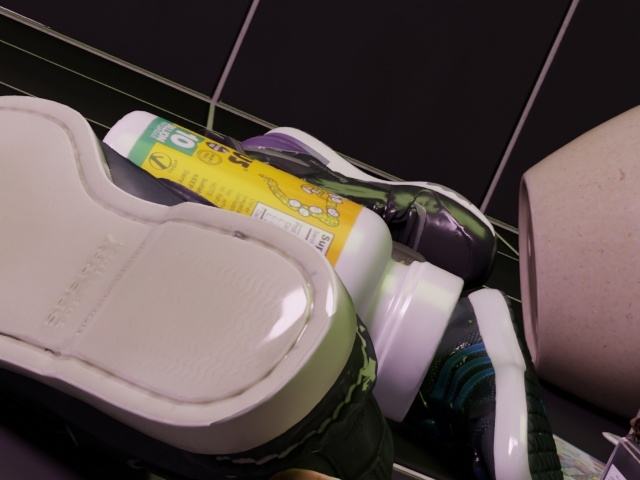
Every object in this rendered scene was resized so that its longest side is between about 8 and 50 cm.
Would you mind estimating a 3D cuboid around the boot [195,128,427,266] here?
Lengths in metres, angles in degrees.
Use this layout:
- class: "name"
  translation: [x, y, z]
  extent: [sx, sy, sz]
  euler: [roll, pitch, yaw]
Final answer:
- class: "boot"
  translation: [0.000, 0.000, 1.330]
  extent: [0.229, 0.091, 0.263]
  euler: [27, 10, -17]

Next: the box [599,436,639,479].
- class: "box"
  translation: [0.257, 0.198, 0.697]
  extent: [0.242, 0.076, 0.307]
  euler: [22, 7, -11]

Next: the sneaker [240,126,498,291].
- class: "sneaker"
  translation: [0.023, -0.015, 1.566]
  extent: [0.283, 0.107, 0.124]
  euler: [23, 21, 25]

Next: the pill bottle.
- class: "pill bottle"
  translation: [-0.033, 0.019, 0.928]
  extent: [0.208, 0.117, 0.117]
  euler: [24, 7, 3]

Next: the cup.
- class: "cup"
  translation: [0.287, 0.022, 1.372]
  extent: [0.237, 0.331, 0.331]
  euler: [-3, 7, 1]

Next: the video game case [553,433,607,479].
- class: "video game case"
  translation: [0.172, 0.153, 1.013]
  extent: [0.166, 0.015, 0.119]
  euler: [28, 8, 35]

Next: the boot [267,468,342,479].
- class: "boot"
  translation: [0.091, 0.144, 0.560]
  extent: [0.165, 0.077, 0.213]
  euler: [19, 3, -42]

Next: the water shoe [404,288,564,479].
- class: "water shoe"
  translation: [0.088, 0.102, 0.968]
  extent: [0.203, 0.080, 0.073]
  euler: [-89, 157, -65]

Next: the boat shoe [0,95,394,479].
- class: "boat shoe"
  translation: [-0.088, 0.029, 0.720]
  extent: [0.340, 0.127, 0.113]
  euler: [16, -28, 45]

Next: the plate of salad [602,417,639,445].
- class: "plate of salad"
  translation: [0.275, 0.163, 1.075]
  extent: [0.200, 0.048, 0.200]
  euler: [28, 2, -1]

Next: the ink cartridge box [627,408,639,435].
- class: "ink cartridge box"
  translation: [0.344, 0.132, 1.140]
  extent: [0.237, 0.100, 0.172]
  euler: [25, -20, 11]
